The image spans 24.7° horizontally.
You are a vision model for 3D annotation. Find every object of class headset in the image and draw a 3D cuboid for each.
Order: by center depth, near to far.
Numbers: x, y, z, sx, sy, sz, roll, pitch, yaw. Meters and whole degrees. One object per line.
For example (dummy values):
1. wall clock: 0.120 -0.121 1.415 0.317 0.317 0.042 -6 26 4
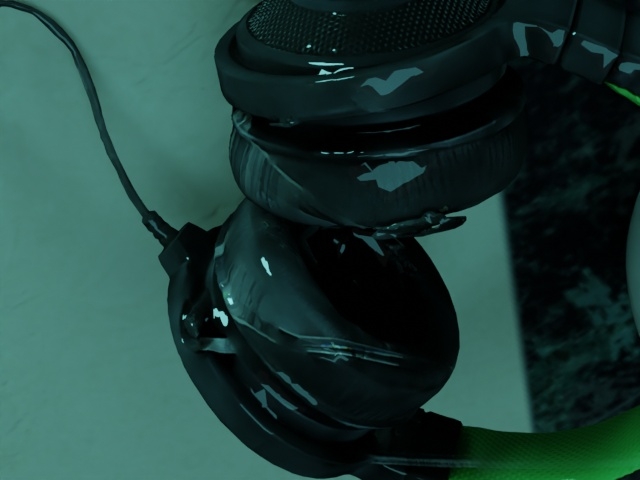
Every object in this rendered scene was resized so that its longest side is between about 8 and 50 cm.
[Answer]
1. headset: 0.000 0.000 0.613 0.394 0.185 0.243 19 122 5

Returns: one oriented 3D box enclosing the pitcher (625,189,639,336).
1. pitcher: 0.246 -0.029 0.682 0.178 0.125 0.207 15 111 -3
